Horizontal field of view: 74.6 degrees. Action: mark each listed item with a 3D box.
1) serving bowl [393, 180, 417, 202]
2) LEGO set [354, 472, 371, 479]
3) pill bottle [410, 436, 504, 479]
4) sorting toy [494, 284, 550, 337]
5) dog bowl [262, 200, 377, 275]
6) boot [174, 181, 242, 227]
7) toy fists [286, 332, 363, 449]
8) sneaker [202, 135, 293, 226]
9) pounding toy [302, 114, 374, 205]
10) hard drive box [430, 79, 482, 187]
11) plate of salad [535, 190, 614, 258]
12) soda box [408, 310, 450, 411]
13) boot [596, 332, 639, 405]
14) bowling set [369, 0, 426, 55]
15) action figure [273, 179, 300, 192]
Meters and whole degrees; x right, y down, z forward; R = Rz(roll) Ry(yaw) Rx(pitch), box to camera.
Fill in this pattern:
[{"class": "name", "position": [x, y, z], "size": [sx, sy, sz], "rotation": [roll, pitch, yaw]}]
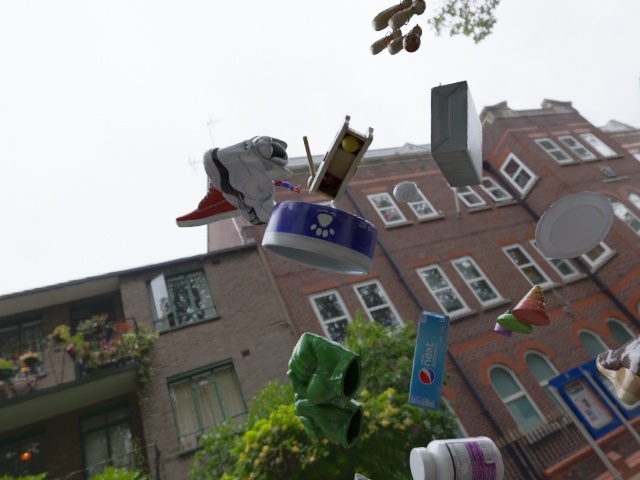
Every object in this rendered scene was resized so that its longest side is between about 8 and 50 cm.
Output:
[{"class": "serving bowl", "position": [0.298, -0.164, 1.464], "size": [0.083, 0.027, 0.084], "rotation": [-2, -53, -2]}, {"class": "LEGO set", "position": [0.180, 0.666, 0.960], "size": [0.060, 0.244, 0.183], "rotation": [12, -94, -55]}, {"class": "pill bottle", "position": [0.491, 0.817, 1.535], "size": [0.300, 0.170, 0.169], "rotation": [1, -40, -11]}, {"class": "sorting toy", "position": [0.740, 0.260, 1.553], "size": [0.366, 0.126, 0.126], "rotation": [81, -147, -67]}, {"class": "dog bowl", "position": [0.000, 0.000, 1.005], "size": [0.264, 0.105, 0.265], "rotation": [13, -11, 3]}, {"class": "boot", "position": [-0.388, -0.147, 1.417], "size": [0.243, 0.088, 0.177], "rotation": [-17, -70, -8]}, {"class": "toy fists", "position": [0.004, 0.312, 0.865], "size": [0.096, 0.142, 0.280], "rotation": [-38, -46, -40]}, {"class": "sneaker", "position": [-0.161, -0.169, 1.236], "size": [0.210, 0.138, 0.366], "rotation": [-19, -31, 14]}, {"class": "pounding toy", "position": [0.011, -0.195, 1.047], "size": [0.154, 0.154, 0.270], "rotation": [25, -40, -7]}, {"class": "hard drive box", "position": [0.354, -0.263, 1.083], "size": [0.089, 0.181, 0.232], "rotation": [-3, -15, 28]}, {"class": "plate of salad", "position": [0.658, -0.040, 1.098], "size": [0.199, 0.048, 0.200], "rotation": [-1, -60, -1]}, {"class": "soda box", "position": [0.252, 0.276, 0.966], "size": [0.067, 0.210, 0.071], "rotation": [6, -17, 21]}, {"class": "boot", "position": [0.765, 0.262, 0.997], "size": [0.248, 0.090, 0.207], "rotation": [-17, -46, -65]}, {"class": "bowling set", "position": [0.265, -0.655, 1.280], "size": [0.154, 0.200, 0.287], "rotation": [-37, -16, -8]}, {"class": "action figure", "position": [-0.123, -0.189, 1.406], "size": [0.115, 0.030, 0.038], "rotation": [16, -11, 8]}]
